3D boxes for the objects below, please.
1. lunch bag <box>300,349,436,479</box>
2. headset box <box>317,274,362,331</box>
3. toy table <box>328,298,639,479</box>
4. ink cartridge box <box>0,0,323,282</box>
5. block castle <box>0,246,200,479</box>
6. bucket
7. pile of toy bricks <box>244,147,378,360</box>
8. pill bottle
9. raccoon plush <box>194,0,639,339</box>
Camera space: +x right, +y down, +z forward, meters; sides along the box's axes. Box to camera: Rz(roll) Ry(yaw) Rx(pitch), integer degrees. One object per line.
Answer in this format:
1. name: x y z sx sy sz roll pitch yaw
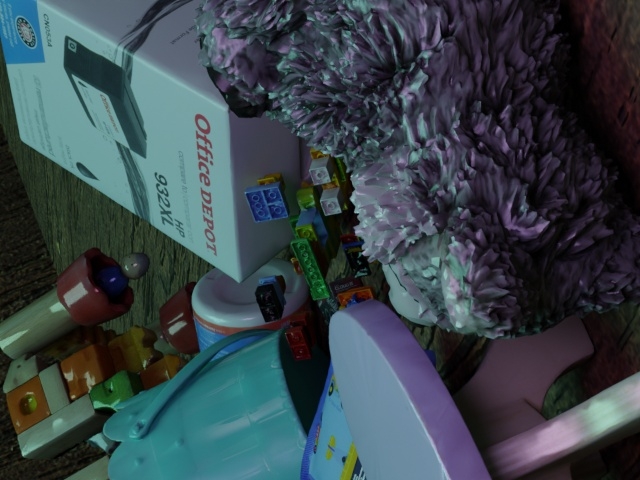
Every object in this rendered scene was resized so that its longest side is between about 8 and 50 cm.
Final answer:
1. lunch bag: 0.075 0.225 1.461 0.221 0.138 0.293 -142 52 -59
2. headset box: 0.027 0.074 1.713 0.062 0.032 0.083 120 132 -68
3. toy table: 0.133 0.148 1.201 0.252 0.161 0.274 137 113 -72
4. ink cartridge box: -0.148 -0.135 1.688 0.307 0.129 0.223 32 144 28
5. block castle: -0.166 0.241 2.095 0.303 0.213 0.453 24 -141 -57
6. bucket: -0.053 0.224 1.700 0.281 0.183 0.281 57 -168 -20
7. pile of toy bricks: 0.000 0.000 1.634 0.105 0.118 0.212 -73 -32 -57
8. pill bottle: -0.059 0.139 1.906 0.124 0.124 0.221 -131 27 -55
9. raccoon plush: 0.076 -0.145 1.039 0.299 0.216 0.446 48 152 40
